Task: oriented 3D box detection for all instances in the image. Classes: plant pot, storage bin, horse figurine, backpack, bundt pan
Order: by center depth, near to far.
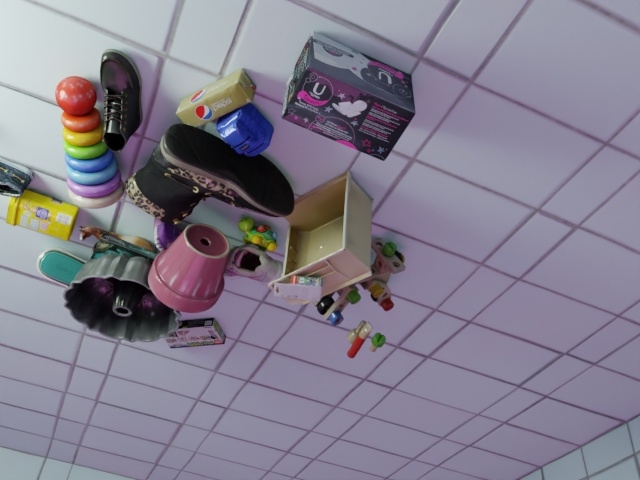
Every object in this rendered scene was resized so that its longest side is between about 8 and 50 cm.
[{"bbox_3d":[-0.176,-0.252,1.489,0.098,0.101,0.120,-21,135,35],"label":"backpack"},{"bbox_3d":[0.000,0.000,1.622,0.260,0.262,0.123,-26,131,30],"label":"storage bin"},{"bbox_3d":[-0.331,0.062,1.682,0.201,0.201,0.180,23,124,-17],"label":"plant pot"},{"bbox_3d":[-0.551,0.154,1.818,0.330,0.124,0.331,3,140,3],"label":"bundt pan"},{"bbox_3d":[-0.576,0.031,1.869,0.263,0.066,0.174,18,141,-11],"label":"horse figurine"}]

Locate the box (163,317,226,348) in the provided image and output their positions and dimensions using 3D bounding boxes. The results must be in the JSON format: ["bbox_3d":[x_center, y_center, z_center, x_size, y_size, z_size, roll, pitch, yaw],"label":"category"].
[{"bbox_3d":[-0.443,0.321,2.189,0.206,0.036,0.114,-6,136,13],"label":"box"}]

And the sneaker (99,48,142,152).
[{"bbox_3d":[-0.457,-0.313,1.440,0.083,0.118,0.222,4,138,3],"label":"sneaker"}]

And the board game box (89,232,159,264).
[{"bbox_3d":[-0.553,0.053,1.819,0.186,0.026,0.126,23,135,-20],"label":"board game box"}]

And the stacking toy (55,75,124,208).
[{"bbox_3d":[-0.563,-0.241,1.535,0.141,0.141,0.330,7,132,-1],"label":"stacking toy"}]

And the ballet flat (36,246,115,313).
[{"bbox_3d":[-0.687,0.142,1.973,0.400,0.139,0.139,34,131,-22],"label":"ballet flat"}]

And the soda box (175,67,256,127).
[{"bbox_3d":[-0.238,-0.320,1.448,0.181,0.061,0.058,-20,131,25],"label":"soda box"}]

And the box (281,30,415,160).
[{"bbox_3d":[0.061,-0.309,1.350,0.247,0.163,0.142,21,132,-16],"label":"box"}]

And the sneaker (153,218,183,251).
[{"bbox_3d":[-0.396,0.009,1.811,0.104,0.095,0.236,-10,141,9],"label":"sneaker"}]

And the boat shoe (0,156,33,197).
[{"bbox_3d":[-0.857,-0.176,1.661,0.183,0.083,0.065,19,136,-13],"label":"boat shoe"}]

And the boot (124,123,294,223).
[{"bbox_3d":[-0.283,-0.128,1.600,0.377,0.138,0.284,23,147,-35],"label":"boot"}]

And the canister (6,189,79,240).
[{"bbox_3d":[-0.775,-0.072,1.775,0.169,0.073,0.126,20,136,-17],"label":"canister"}]

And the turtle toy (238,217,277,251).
[{"bbox_3d":[-0.173,-0.015,1.765,0.130,0.066,0.095,28,166,-23],"label":"turtle toy"}]

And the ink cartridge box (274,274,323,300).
[{"bbox_3d":[-0.054,0.114,1.535,0.115,0.029,0.063,6,140,-1],"label":"ink cartridge box"}]

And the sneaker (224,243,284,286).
[{"bbox_3d":[-0.223,0.053,1.780,0.252,0.103,0.111,8,159,26],"label":"sneaker"}]

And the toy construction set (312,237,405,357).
[{"bbox_3d":[0.125,0.133,1.744,0.257,0.309,0.237,11,133,-17],"label":"toy construction set"}]
